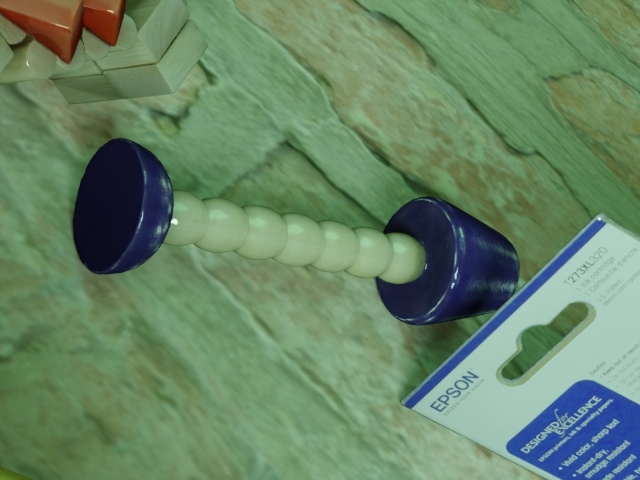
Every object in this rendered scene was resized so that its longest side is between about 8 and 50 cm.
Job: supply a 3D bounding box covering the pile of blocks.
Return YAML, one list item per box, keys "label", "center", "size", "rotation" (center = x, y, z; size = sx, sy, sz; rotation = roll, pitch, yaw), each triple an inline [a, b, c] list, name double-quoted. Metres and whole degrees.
- label: "pile of blocks"
  center: [-0.175, -0.129, 0.729]
  size: [0.362, 0.113, 0.149]
  rotation: [-17, 102, -53]

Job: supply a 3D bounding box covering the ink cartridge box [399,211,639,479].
- label: "ink cartridge box"
  center: [0.246, 0.106, 0.891]
  size: [0.371, 0.176, 0.069]
  rotation: [27, 36, -21]

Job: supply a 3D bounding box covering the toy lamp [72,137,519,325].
- label: "toy lamp"
  center: [0.000, 0.000, 0.851]
  size: [0.275, 0.080, 0.080]
  rotation: [12, 44, -38]

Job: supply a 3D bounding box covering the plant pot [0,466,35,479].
- label: "plant pot"
  center: [-0.057, 0.219, 0.422]
  size: [0.239, 0.254, 0.254]
  rotation: [35, 31, -38]
